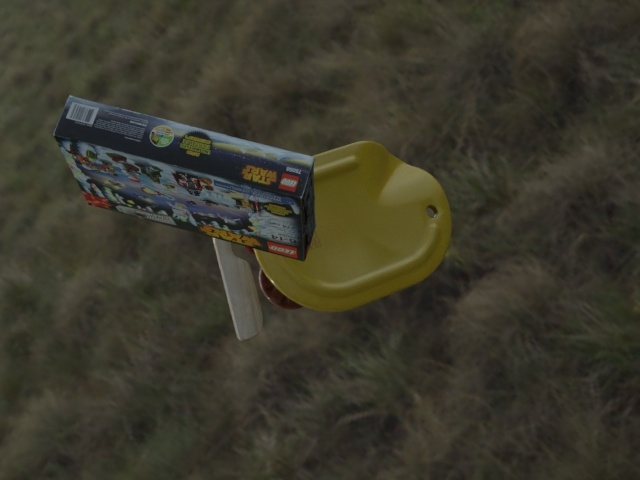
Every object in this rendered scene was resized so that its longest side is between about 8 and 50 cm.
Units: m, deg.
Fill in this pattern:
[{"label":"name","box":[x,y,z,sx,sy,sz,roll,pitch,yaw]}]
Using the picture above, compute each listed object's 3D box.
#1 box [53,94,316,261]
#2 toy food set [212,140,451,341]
[{"label":"box","box":[-0.071,-0.032,0.608,0.094,0.137,0.027,87,-162,-69]},{"label":"toy food set","box":[0.000,0.000,0.897,0.218,0.128,0.071,-18,-8,-26]}]
